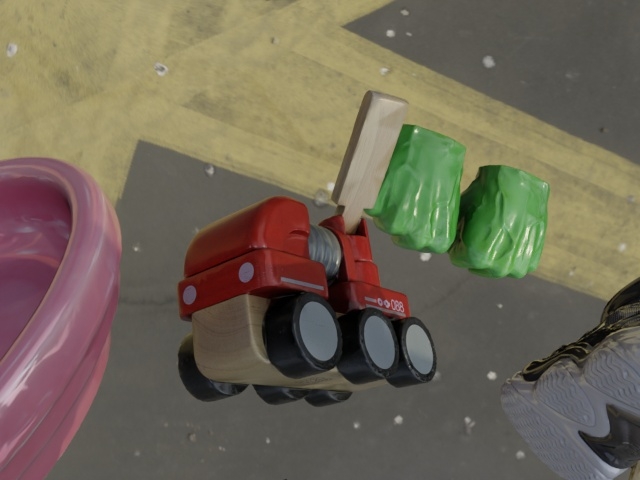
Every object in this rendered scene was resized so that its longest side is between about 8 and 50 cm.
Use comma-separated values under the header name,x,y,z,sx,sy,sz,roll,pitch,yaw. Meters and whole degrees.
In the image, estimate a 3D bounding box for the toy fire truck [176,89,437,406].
name,x,y,z,sx,sy,sz,roll,pitch,yaw
toy fire truck,0.000,0.000,0.616,0.158,0.246,0.217,-22,155,33

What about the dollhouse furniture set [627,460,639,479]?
name,x,y,z,sx,sy,sz,roll,pitch,yaw
dollhouse furniture set,0.396,0.353,1.035,0.182,0.161,0.101,-66,156,-10

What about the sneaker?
name,x,y,z,sx,sy,sz,roll,pitch,yaw
sneaker,0.215,0.061,0.409,0.153,0.268,0.101,-36,86,-20

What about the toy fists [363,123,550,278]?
name,x,y,z,sx,sy,sz,roll,pitch,yaw
toy fists,0.174,-0.036,0.946,0.279,0.096,0.142,19,76,-26

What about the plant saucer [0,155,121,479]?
name,x,y,z,sx,sy,sz,roll,pitch,yaw
plant saucer,-0.252,0.084,0.423,0.332,0.332,0.084,-32,125,-7

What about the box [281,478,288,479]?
name,x,y,z,sx,sy,sz,roll,pitch,yaw
box,-0.026,0.144,0.241,0.027,0.137,0.094,-27,80,15
